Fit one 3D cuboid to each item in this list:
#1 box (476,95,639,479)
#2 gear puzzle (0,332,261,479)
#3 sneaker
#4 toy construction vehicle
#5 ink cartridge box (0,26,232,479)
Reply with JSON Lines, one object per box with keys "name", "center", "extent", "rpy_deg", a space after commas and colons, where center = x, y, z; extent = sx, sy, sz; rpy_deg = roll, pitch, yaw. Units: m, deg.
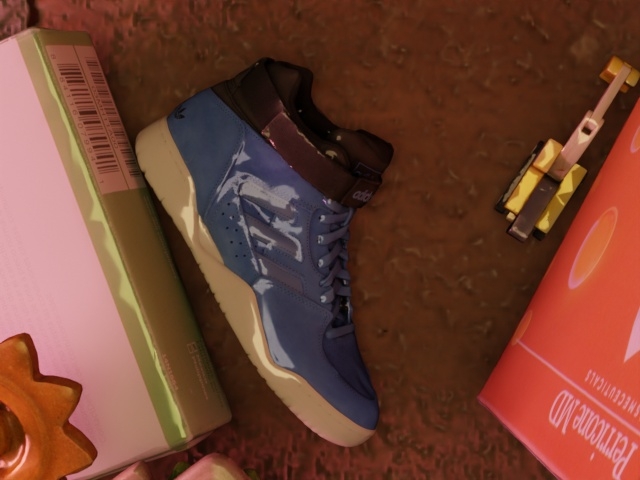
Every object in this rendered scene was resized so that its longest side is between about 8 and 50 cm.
{"name": "box", "center": [0.220, -0.042, 0.616], "extent": [0.168, 0.215, 0.345], "rpy_deg": [27, 92, -8]}
{"name": "gear puzzle", "center": [-0.049, 0.168, 0.709], "extent": [0.175, 0.044, 0.339], "rpy_deg": [-38, 99, 21]}
{"name": "sneaker", "center": [0.000, 0.000, 0.729], "extent": [0.084, 0.058, 0.152], "rpy_deg": [-33, 82, 13]}
{"name": "toy construction vehicle", "center": [0.118, -0.011, 0.730], "extent": [0.086, 0.035, 0.098], "rpy_deg": [36, 94, 3]}
{"name": "ink cartridge box", "center": [-0.174, 0.036, 0.748], "extent": [0.235, 0.056, 0.171], "rpy_deg": [-21, 89, 17]}
